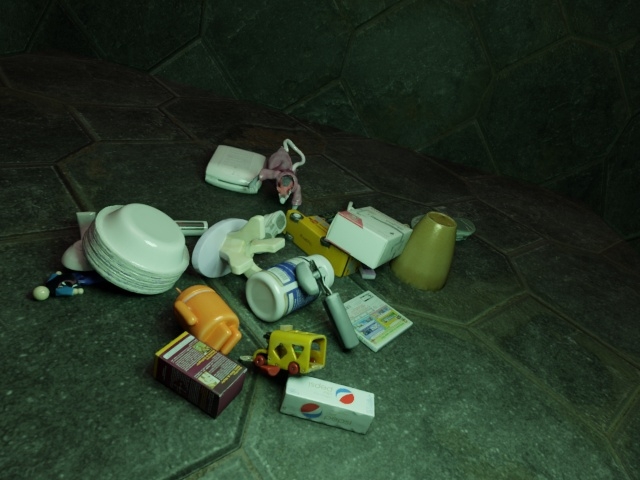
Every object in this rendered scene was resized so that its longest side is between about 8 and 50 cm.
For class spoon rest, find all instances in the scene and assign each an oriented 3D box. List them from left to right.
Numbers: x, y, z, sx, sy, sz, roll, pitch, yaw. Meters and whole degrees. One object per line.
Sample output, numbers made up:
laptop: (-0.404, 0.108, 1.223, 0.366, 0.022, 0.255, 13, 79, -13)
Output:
spoon rest: (-0.691, 0.014, 1.303, 0.138, 0.084, 0.276, -4, 34, -26)

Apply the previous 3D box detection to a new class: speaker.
speaker: (-0.472, -0.043, 1.547, 0.136, 0.055, 0.055, 0, 34, -28)

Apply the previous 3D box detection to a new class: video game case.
video game case: (0.165, 0.253, 1.410, 0.193, 0.023, 0.213, 35, 33, 29)

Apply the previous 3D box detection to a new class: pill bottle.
pill bottle: (-0.086, 0.135, 1.347, 0.153, 0.153, 0.265, 35, 34, 28)

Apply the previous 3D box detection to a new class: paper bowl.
paper bowl: (-0.509, 0.006, 1.258, 0.284, 0.148, 0.284, 37, 18, -14)

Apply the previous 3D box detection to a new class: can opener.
can opener: (0.012, 0.188, 1.265, 0.095, 0.076, 0.283, -22, 84, -16)

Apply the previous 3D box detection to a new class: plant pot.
plant pot: (0.424, 0.025, 1.699, 0.237, 0.254, 0.237, 14, 29, -8)

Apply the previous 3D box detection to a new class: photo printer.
photo printer: (-0.385, -0.321, 2.009, 0.256, 0.107, 0.307, 12, 30, -9)

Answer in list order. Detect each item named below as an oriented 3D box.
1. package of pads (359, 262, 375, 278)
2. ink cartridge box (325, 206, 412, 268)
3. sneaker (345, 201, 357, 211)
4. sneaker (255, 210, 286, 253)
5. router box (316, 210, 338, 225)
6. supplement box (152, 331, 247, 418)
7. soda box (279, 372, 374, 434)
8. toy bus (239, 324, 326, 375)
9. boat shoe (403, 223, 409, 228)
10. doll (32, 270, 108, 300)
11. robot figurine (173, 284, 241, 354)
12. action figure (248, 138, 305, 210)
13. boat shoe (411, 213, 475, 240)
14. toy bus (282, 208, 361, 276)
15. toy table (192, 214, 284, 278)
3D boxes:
package of pads: (0.172, 0.111, 1.644, 0.050, 0.031, 0.083, 9, 31, -17)
ink cartridge box: (0.183, -0.021, 1.582, 0.207, 0.117, 0.283, 32, 22, 21)
sneaker: (0.164, -0.084, 1.935, 0.121, 0.079, 0.216, 18, 38, -4)
sneaker: (-0.223, -0.025, 1.637, 0.116, 0.090, 0.232, -2, 31, 32)
router box: (0.027, -0.065, 1.806, 0.123, 0.092, 0.038, -16, 43, -43)
supplement box: (-0.282, 0.310, 1.023, 0.188, 0.080, 0.104, 26, 30, 16)
soda box: (0.016, 0.390, 1.050, 0.216, 0.073, 0.069, 16, 29, -2)
toy bus: (-0.085, 0.264, 1.091, 0.202, 0.104, 0.191, 7, -4, -17)
boat shoe: (0.282, -0.001, 1.831, 0.105, 0.089, 0.285, 32, 33, 23)
doll: (-0.671, 0.115, 1.183, 0.129, 0.046, 0.189, 27, 31, 34)
robot figurine: (-0.300, 0.204, 1.150, 0.158, 0.128, 0.219, -17, 45, -41)
action figure: (-0.131, -0.245, 1.830, 0.248, 0.275, 0.370, 39, 6, -16)
boat shoe: (0.573, -0.050, 2.078, 0.321, 0.103, 0.118, 1, 52, -16)
toy bus: (0.000, 0.000, 1.664, 0.130, 0.108, 0.333, -14, 42, -43)
toy table: (-0.246, 0.035, 1.379, 0.161, 0.252, 0.274, 12, 36, 25)
